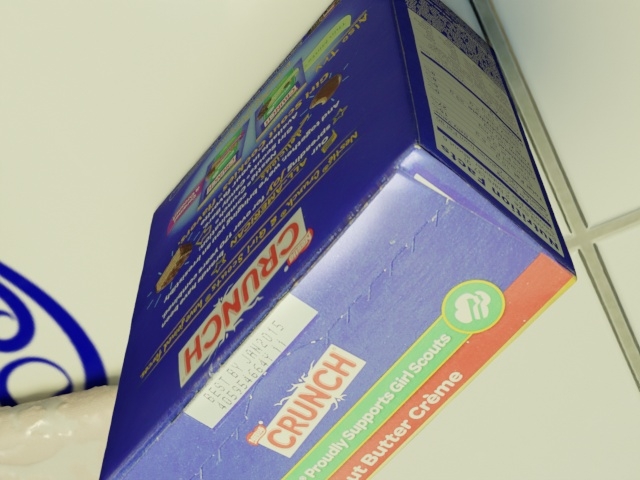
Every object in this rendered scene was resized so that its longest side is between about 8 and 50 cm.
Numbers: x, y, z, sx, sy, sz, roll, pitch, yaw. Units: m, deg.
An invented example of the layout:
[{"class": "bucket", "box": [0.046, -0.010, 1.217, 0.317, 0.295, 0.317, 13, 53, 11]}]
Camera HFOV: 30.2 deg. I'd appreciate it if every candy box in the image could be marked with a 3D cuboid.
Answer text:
[{"class": "candy box", "box": [0.000, 0.000, 0.723, 0.122, 0.317, 0.268, 35, 114, -18]}]

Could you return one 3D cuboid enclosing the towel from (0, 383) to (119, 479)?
[{"class": "towel", "box": [-0.195, 0.261, 1.023, 0.332, 0.053, 0.317, -13, 119, 8]}]
